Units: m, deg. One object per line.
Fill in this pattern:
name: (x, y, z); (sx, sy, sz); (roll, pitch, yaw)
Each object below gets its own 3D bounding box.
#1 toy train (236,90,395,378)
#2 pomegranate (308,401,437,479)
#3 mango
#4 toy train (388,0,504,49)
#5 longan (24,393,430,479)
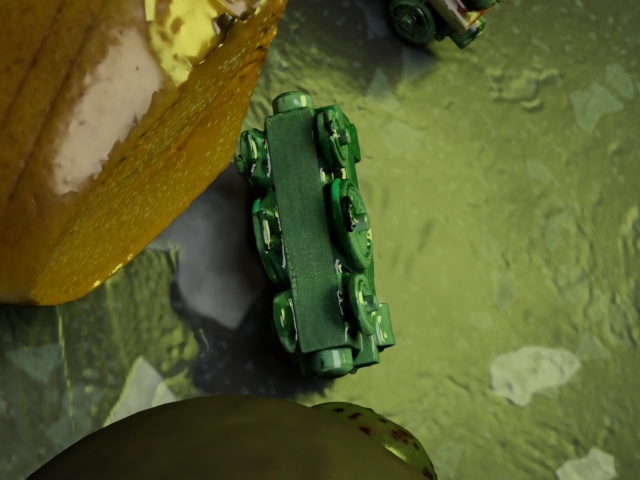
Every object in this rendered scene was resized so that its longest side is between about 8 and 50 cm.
toy train: (0.000, 0.000, 1.197); (0.071, 0.104, 0.178); (-12, 76, 12)
pomegranate: (0.018, 0.155, 1.123); (0.130, 0.130, 0.130); (12, 64, -25)
mango: (-0.124, -0.110, 1.126); (0.201, 0.199, 0.350); (54, 52, -44)
toy train: (0.059, -0.211, 1.304); (0.176, 0.118, 0.074); (48, 57, -1)
longan: (-0.021, 0.245, 0.929); (0.361, 0.361, 0.361); (12, 64, -25)
